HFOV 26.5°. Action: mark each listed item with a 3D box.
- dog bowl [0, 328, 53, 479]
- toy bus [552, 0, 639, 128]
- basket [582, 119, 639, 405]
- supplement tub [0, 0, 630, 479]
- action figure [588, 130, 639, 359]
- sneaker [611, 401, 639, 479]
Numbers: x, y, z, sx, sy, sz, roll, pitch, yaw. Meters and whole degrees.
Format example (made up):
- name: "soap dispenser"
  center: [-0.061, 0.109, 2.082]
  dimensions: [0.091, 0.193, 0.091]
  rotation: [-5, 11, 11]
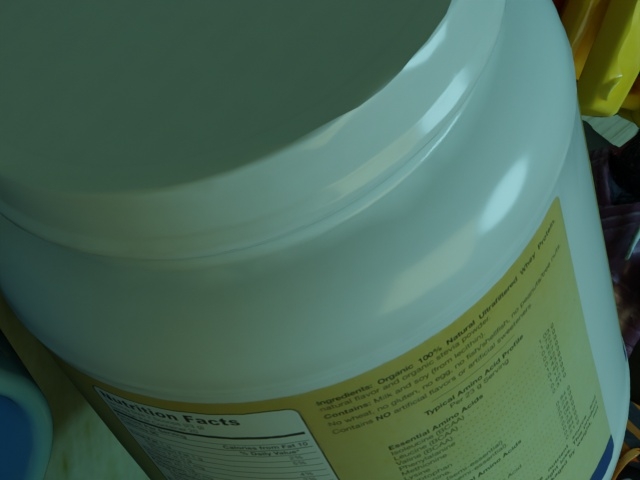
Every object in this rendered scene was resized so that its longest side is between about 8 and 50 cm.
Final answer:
- name: "dog bowl"
  center: [-0.208, 0.074, 0.502]
  dimensions: [0.166, 0.074, 0.297]
  rotation: [-54, 153, -2]
- name: "toy bus"
  center: [0.148, -0.125, 0.694]
  dimensions: [0.211, 0.220, 0.149]
  rotation: [-5, 122, -48]
- name: "basket"
  center: [0.251, 0.045, 1.026]
  dimensions: [0.154, 0.227, 0.204]
  rotation: [-38, 148, -29]
- name: "supplement tub"
  center: [0.000, 0.000, 0.557]
  dimensions: [0.228, 0.228, 0.316]
  rotation: [-45, 143, -17]
- name: "action figure"
  center: [0.171, 0.053, 0.889]
  dimensions: [0.370, 0.248, 0.275]
  rotation: [-54, 154, 6]
- name: "sneaker"
  center: [0.207, 0.194, 1.176]
  dimensions: [0.321, 0.180, 0.125]
  rotation: [-44, 151, -19]
